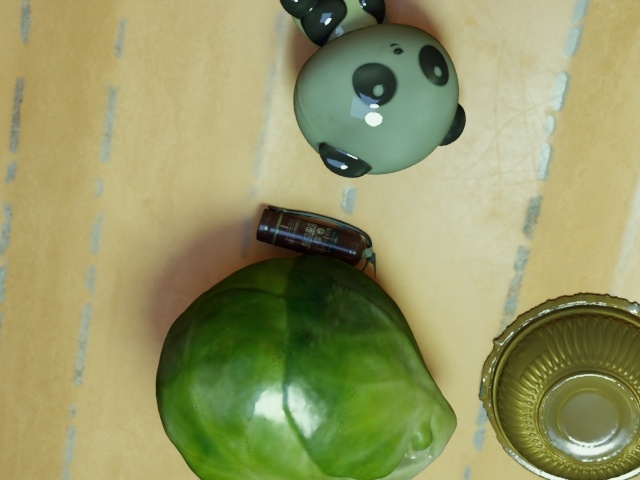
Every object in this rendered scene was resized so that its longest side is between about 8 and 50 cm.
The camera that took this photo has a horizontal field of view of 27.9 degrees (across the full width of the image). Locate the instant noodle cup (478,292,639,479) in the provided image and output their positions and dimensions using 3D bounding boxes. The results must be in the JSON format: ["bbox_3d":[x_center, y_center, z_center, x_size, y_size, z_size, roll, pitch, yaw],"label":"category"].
[{"bbox_3d":[0.337,0.206,1.617,0.274,0.091,0.274,2,107,7],"label":"instant noodle cup"}]

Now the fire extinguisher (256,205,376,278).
[{"bbox_3d":[0.000,0.000,1.626,0.158,0.043,0.064,16,66,2],"label":"fire extinguisher"}]

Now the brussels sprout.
[{"bbox_3d":[-0.014,0.173,1.557,0.355,0.289,0.281,31,124,-15],"label":"brussels sprout"}]

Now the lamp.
[{"bbox_3d":[0.053,-0.195,1.491,0.198,0.198,0.243,-23,86,14],"label":"lamp"}]
